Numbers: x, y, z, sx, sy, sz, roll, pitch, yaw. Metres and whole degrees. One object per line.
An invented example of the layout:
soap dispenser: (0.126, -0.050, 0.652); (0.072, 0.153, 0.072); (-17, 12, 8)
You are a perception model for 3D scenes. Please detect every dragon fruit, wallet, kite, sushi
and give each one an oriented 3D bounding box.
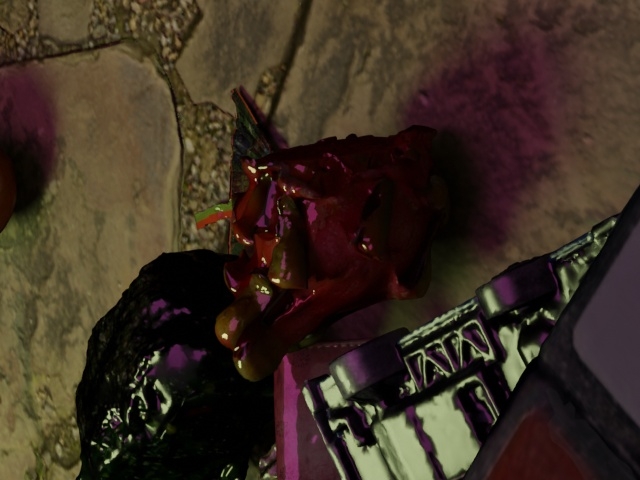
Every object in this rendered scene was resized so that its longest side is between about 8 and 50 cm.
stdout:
dragon fruit: (0.000, 0.000, 1.317); (0.207, 0.150, 0.133); (-58, 8, -8)
wallet: (0.030, 0.181, 1.342); (0.119, 0.025, 0.232); (-4, 85, 14)
kite: (-0.055, -0.023, 1.523); (0.159, 0.010, 0.190); (3, 90, 55)
sushi: (-0.106, 0.112, 1.465); (0.225, 0.124, 0.127); (-53, 34, 44)

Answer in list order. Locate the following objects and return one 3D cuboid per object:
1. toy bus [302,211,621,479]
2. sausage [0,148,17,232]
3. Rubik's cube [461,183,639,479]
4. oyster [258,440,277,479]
toy bus: (0.143, 0.075, 1.114); (0.288, 0.175, 0.138); (-33, 80, 48)
sausage: (-0.366, -0.045, 1.842); (0.258, 0.133, 0.133); (4, 92, 55)
Rubik's cube: (0.312, 0.103, 0.748); (0.359, 0.363, 0.362); (48, 127, 40)
oyster: (-0.008, 0.215, 1.393); (0.105, 0.056, 0.177); (8, 87, 22)
